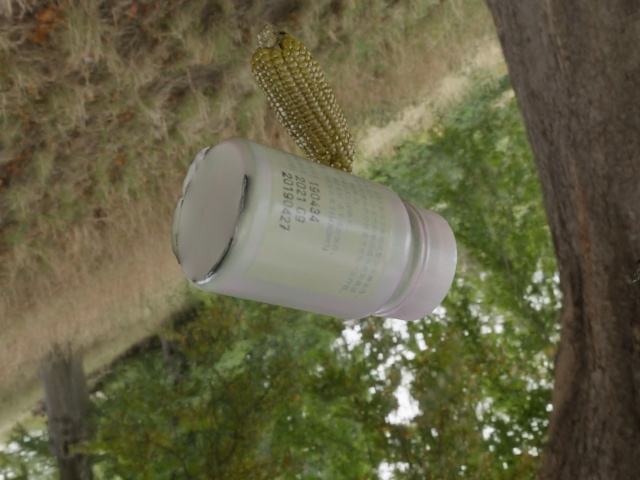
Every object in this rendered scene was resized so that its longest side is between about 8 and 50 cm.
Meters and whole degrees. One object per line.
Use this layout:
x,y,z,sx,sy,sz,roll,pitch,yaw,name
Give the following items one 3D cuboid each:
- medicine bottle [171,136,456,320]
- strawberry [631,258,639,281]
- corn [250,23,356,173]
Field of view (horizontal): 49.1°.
0.000,0.000,1.016,0.379,0.213,0.214,16,157,-33,medicine bottle
0.446,0.000,0.765,0.228,0.098,0.174,-12,143,-49,strawberry
-0.028,-0.256,1.314,0.119,0.321,0.119,-25,-150,16,corn
